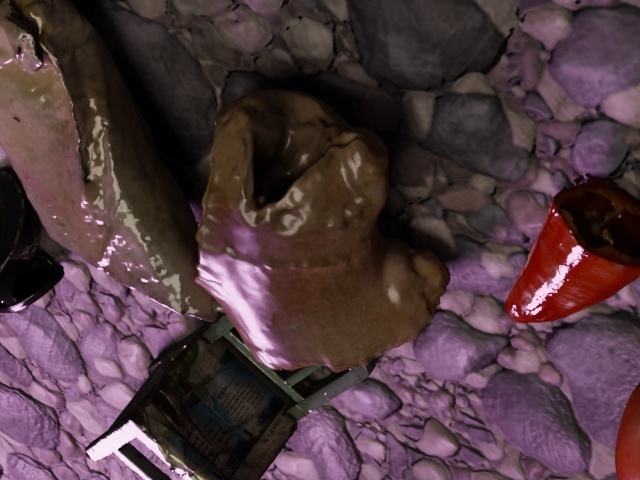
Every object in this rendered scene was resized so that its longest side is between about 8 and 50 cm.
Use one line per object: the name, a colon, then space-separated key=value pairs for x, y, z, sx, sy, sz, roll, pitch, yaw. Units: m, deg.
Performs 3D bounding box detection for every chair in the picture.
chair: x=-0.092 y=0.163 z=1.473 sx=0.136 sy=0.147 sz=0.270 roll=43 pitch=144 yaw=-10

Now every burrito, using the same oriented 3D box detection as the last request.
burrito: x=-0.207 y=-0.081 z=1.335 sx=0.175 sy=0.107 sz=0.348 roll=6 pitch=134 yaw=55

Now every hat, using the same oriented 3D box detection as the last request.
hat: x=-0.299 y=-0.010 z=1.513 sx=0.050 sy=0.121 sz=0.121 roll=8 pitch=154 yaw=-30

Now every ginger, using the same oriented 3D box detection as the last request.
ginger: x=0.000 y=0.000 z=1.247 sx=0.221 sy=0.130 sz=0.276 roll=22 pitch=141 yaw=0

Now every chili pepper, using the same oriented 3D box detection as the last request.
chili pepper: x=0.183 y=0.024 z=1.183 sx=0.088 sy=0.065 sz=0.169 roll=36 pitch=147 yaw=1

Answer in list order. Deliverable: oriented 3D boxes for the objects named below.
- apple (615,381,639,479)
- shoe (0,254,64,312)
apple: x=0.300 y=0.158 z=1.159 sx=0.163 sy=0.163 sz=0.139 roll=46 pitch=152 yaw=-14
shoe: x=-0.326 y=0.038 z=1.589 sx=0.159 sy=0.062 sz=0.053 roll=-12 pitch=120 yaw=49
